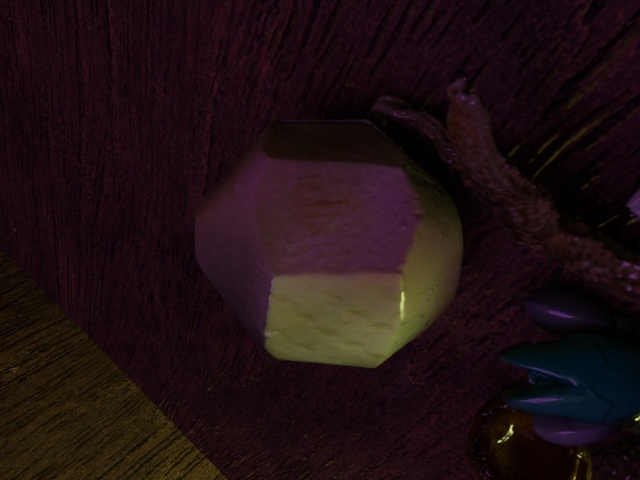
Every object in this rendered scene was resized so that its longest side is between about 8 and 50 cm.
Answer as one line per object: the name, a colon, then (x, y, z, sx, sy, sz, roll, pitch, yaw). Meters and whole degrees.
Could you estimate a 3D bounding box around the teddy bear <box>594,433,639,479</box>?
teddy bear: (0.420, 0.354, 0.608, 0.246, 0.223, 0.296, 6, 163, 29)

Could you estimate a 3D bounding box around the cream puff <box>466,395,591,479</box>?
cream puff: (0.328, 0.356, 0.804, 0.183, 0.183, 0.169, 29, 161, 22)

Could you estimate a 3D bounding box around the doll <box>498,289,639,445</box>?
doll: (0.357, 0.183, 0.615, 0.258, 0.195, 0.153, 24, 176, 15)

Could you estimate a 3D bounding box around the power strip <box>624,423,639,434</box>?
power strip: (0.421, 0.222, 0.692, 0.192, 0.035, 0.082, 26, 135, 26)

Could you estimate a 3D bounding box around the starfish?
starfish: (0.212, -0.044, 0.508, 0.432, 0.324, 0.082, 39, 104, 7)

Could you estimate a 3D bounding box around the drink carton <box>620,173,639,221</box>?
drink carton: (0.429, -0.105, 0.357, 0.194, 0.132, 0.325, 38, 137, 14)

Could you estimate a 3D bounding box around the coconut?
coconut: (0.000, 0.000, 0.669, 0.352, 0.352, 0.353, 23, 133, 27)
